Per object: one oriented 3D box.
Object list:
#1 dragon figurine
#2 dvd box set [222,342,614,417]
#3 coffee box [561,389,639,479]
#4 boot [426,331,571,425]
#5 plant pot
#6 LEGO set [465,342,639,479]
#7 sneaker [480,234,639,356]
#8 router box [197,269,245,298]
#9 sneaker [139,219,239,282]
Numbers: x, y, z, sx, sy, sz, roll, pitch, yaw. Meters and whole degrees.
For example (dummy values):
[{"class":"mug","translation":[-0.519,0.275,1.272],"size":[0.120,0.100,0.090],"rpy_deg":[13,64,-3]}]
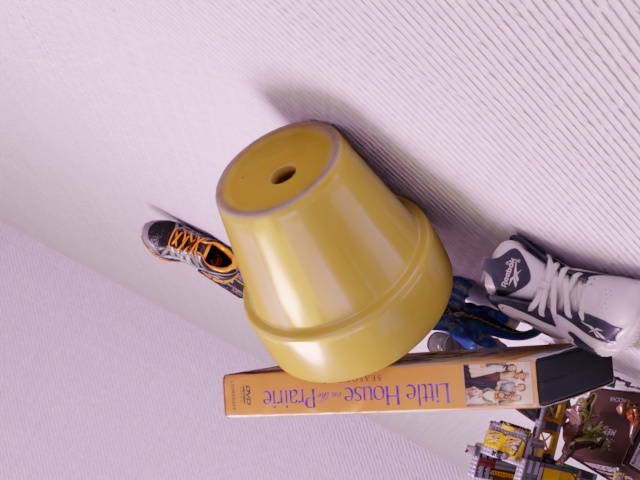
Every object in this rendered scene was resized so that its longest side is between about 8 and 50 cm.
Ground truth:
[{"class":"dragon figurine","translation":[0.204,0.108,1.628],"size":[0.144,0.085,0.289],"rpy_deg":[32,168,-15]},{"class":"dvd box set","translation":[0.131,0.178,1.464],"size":[0.420,0.062,0.307],"rpy_deg":[-7,176,30]},{"class":"coffee box","translation":[0.549,0.354,1.757],"size":[0.297,0.119,0.168],"rpy_deg":[32,167,-15]},{"class":"boot","translation":[0.300,0.223,1.915],"size":[0.246,0.083,0.161],"rpy_deg":[35,174,-1]},{"class":"plant pot","translation":[0.000,0.000,1.352],"size":[0.254,0.254,0.239],"rpy_deg":[16,146,45]},{"class":"LEGO set","translation":[0.351,0.264,1.548],"size":[0.192,0.255,0.331],"rpy_deg":[18,-177,-37]},{"class":"sneaker","translation":[0.262,0.057,1.295],"size":[0.153,0.094,0.235],"rpy_deg":[24,179,-15]},{"class":"router box","translation":[-0.195,0.083,2.464],"size":[0.122,0.038,0.092],"rpy_deg":[35,166,-25]},{"class":"sneaker","translation":[-0.252,0.013,2.246],"size":[0.215,0.084,0.083],"rpy_deg":[22,165,-11]}]
